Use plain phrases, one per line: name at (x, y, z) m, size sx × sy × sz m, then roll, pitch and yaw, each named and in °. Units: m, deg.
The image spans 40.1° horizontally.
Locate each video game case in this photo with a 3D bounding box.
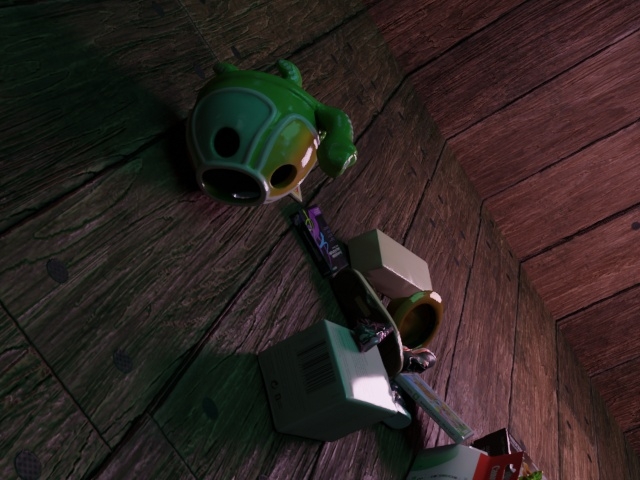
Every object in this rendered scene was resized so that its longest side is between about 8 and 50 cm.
video game case at (0.257, 0.371, 1.955) m, size 0.193 × 0.023 × 0.212 m, roll 45°, pitch 5°, yaw 17°

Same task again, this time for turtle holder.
turtle holder at (-0.100, -0.173, 1.633) m, size 0.320 × 0.243 × 0.227 m, roll 20°, pitch 55°, yaw -3°

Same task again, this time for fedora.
fedora at (0.208, 0.188, 2.082) m, size 0.079 × 0.194 × 0.194 m, roll 32°, pitch 0°, yaw 40°

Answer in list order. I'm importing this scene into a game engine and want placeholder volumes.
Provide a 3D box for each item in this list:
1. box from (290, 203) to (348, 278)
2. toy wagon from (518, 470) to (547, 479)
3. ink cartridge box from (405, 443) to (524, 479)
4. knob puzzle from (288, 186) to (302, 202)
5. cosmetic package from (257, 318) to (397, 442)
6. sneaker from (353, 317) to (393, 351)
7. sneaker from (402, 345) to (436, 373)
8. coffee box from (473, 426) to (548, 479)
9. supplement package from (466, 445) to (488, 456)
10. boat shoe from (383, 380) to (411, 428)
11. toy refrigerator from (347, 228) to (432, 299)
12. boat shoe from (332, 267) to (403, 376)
box at (0.000, 0.000, 1.973) m, size 0.162 × 0.029 × 0.116 m, roll 62°, pitch 22°, yaw -1°
toy wagon at (0.402, 0.601, 1.807) m, size 0.267 × 0.068 × 0.344 m, roll -30°, pitch 130°, yaw -40°
ink cartridge box at (0.293, 0.468, 1.790) m, size 0.056 × 0.224 × 0.181 m, roll 69°, pitch 21°, yaw -6°
knob puzzle at (-0.099, -0.202, 1.997) m, size 0.213 × 0.030 × 0.213 m, roll 46°, pitch 27°, yaw -31°
cosmetic package at (0.014, 0.251, 1.543) m, size 0.183 × 0.151 × 0.151 m, roll 30°, pitch 38°, yaw -52°
sneaker at (0.092, 0.159, 1.576) m, size 0.057 × 0.047 × 0.119 m, roll 49°, pitch 19°, yaw 8°
sneaker at (0.228, 0.292, 2.055) m, size 0.158 × 0.061 × 0.065 m, roll 14°, pitch 23°, yaw -47°
coffee box at (0.491, 0.612, 2.211) m, size 0.246 × 0.098 × 0.141 m, roll 51°, pitch 24°, yaw -24°
supplement package at (0.328, 0.558, 1.918) m, size 0.105 × 0.105 × 0.179 m, roll 31°, pitch 37°, yaw -50°
boat shoe at (0.123, 0.322, 1.825) m, size 0.183 × 0.065 × 0.083 m, roll 46°, pitch 20°, yaw -42°
toy refrigerator at (0.173, 0.073, 2.180) m, size 0.269 × 0.094 × 0.102 m, roll 30°, pitch 45°, yaw -51°
boat shoe at (0.120, 0.178, 1.942) m, size 0.257 × 0.095 × 0.095 m, roll 67°, pitch 17°, yaw 14°
